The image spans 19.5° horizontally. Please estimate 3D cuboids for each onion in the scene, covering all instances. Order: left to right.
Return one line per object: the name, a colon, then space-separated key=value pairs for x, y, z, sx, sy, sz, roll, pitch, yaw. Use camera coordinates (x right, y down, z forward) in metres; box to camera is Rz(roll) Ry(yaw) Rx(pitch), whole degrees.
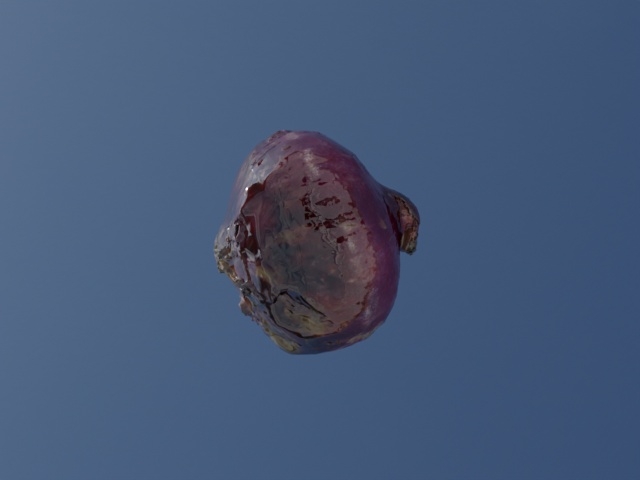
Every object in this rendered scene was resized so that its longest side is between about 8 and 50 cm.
onion: x=0.000 y=0.000 z=0.870 sx=0.097 sy=0.107 sz=0.107 roll=-13 pitch=-90 yaw=-15
